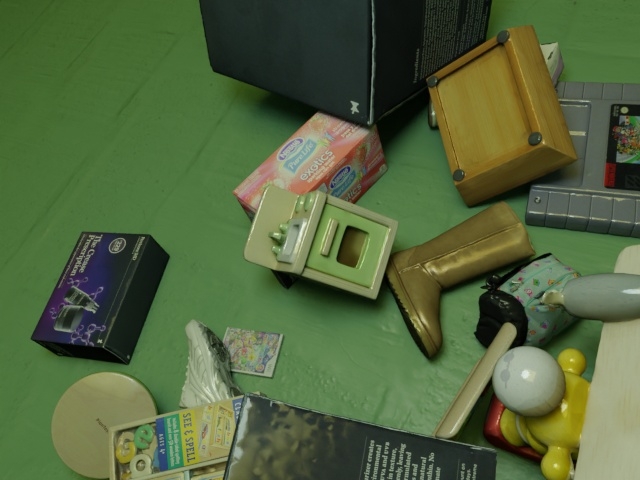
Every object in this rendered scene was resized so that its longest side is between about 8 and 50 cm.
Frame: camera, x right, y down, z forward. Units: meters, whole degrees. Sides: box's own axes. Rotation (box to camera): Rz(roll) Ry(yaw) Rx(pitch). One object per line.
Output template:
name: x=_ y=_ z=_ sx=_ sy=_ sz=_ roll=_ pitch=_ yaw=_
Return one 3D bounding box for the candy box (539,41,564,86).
candy box: x=0.399 y=-0.339 z=1.223 sx=0.196 sy=0.070 sz=0.165 roll=10 pitch=60 yaw=43

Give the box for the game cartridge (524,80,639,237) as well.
game cartridge: x=0.547 y=-0.175 z=1.114 sx=0.230 sy=0.068 sz=0.355 roll=6 pitch=60 yaw=25

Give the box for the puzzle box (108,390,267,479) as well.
puzzle box: x=-0.183 y=0.466 z=0.871 sx=0.272 sy=0.052 sz=0.408 roll=-15 pitch=65 yaw=4

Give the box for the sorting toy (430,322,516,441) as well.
sorting toy: x=0.230 y=0.234 z=0.855 sx=0.038 sy=0.208 sz=0.193 roll=32 pitch=71 yaw=18

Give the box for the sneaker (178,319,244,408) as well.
sneaker: x=-0.221 y=0.256 z=1.040 sx=0.115 sy=0.090 sz=0.232 roll=-31 pitch=60 yaw=6

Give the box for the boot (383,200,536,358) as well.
boot: x=0.263 y=0.061 z=1.027 sx=0.270 sy=0.089 sz=0.236 roll=-22 pitch=55 yaw=1

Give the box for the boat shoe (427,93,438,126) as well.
boat shoe: x=0.287 y=-0.335 z=1.294 sx=0.072 sy=0.068 sz=0.190 roll=8 pitch=60 yaw=8

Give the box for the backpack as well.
backpack: x=0.356 y=0.106 z=0.945 sx=0.182 sy=0.152 sz=0.115 roll=-27 pitch=51 yaw=-20

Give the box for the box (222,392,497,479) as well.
box: x=0.028 y=0.337 z=0.725 sx=0.294 sy=0.296 sz=0.182 roll=13 pitch=64 yaw=2

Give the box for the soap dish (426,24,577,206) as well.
soap dish: x=0.335 y=-0.243 z=1.094 sx=0.229 sy=0.118 sz=0.290 roll=-24 pitch=69 yaw=39

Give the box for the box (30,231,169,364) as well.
box: x=-0.461 y=0.116 z=1.205 sx=0.184 sy=0.103 sz=0.261 roll=3 pitch=59 yaw=16

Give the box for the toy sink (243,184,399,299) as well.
toy sink: x=0.000 y=0.000 z=1.026 sx=0.234 sy=0.131 sz=0.152 roll=20 pitch=83 yaw=-18

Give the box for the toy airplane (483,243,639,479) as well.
toy airplane: x=0.344 y=0.216 z=0.689 sx=0.384 sy=0.272 sz=0.386 roll=-57 pitch=9 yaw=20

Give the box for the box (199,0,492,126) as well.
box: x=0.061 y=-0.532 z=1.260 sx=0.480 sy=0.297 sz=0.472 roll=27 pitch=50 yaw=31

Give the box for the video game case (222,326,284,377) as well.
video game case: x=-0.138 y=0.216 z=1.094 sx=0.122 sy=0.011 sz=0.087 roll=4 pitch=59 yaw=19

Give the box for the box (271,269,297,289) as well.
box: x=-0.037 y=0.010 z=1.133 sx=0.029 sy=0.116 sz=0.162 roll=34 pitch=72 yaw=33

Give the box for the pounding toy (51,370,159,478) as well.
pounding toy: x=-0.374 y=0.355 z=1.038 sx=0.183 sy=0.110 sz=0.236 roll=-15 pitch=84 yaw=-6

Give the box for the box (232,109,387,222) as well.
box: x=-0.015 y=-0.129 z=1.195 sx=0.142 sy=0.154 sz=0.300 roll=36 pitch=74 yaw=32
